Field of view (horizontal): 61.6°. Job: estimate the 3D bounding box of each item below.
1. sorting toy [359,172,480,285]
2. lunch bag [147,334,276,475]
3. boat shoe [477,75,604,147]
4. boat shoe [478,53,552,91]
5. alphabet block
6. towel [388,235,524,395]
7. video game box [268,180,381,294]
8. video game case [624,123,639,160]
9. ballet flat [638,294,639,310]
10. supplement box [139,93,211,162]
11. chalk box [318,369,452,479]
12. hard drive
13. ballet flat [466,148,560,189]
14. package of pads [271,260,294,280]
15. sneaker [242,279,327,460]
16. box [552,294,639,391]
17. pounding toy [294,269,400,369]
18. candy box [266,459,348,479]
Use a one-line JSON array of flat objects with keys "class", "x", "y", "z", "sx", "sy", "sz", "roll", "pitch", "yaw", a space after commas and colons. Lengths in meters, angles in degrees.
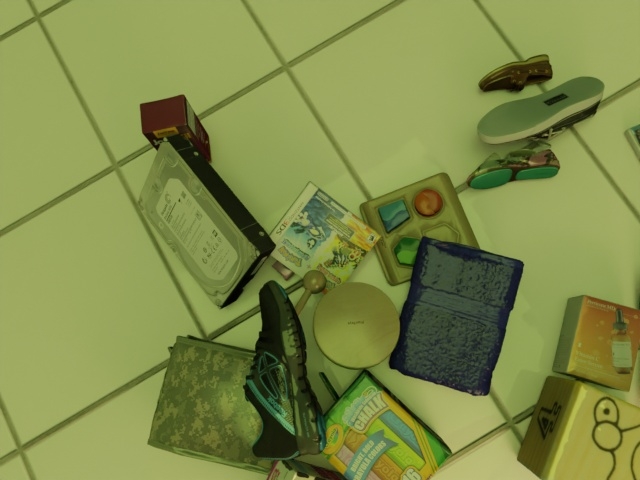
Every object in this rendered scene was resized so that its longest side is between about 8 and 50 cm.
[{"class": "sorting toy", "x": 0.245, "y": 0.014, "z": 1.233, "sx": 0.229, "sy": 0.041, "sz": 0.307, "roll": -20, "pitch": 78, "yaw": 1}, {"class": "lunch bag", "x": -0.204, "y": 0.342, "z": 1.146, "sx": 0.287, "sy": 0.169, "sz": 0.235, "roll": 12, "pitch": 78, "yaw": 3}, {"class": "boat shoe", "x": 0.501, "y": -0.274, "z": 1.234, "sx": 0.306, "sy": 0.105, "sz": 0.113, "roll": -27, "pitch": 48, "yaw": -10}, {"class": "boat shoe", "x": 0.468, "y": -0.388, "z": 1.279, "sx": 0.178, "sy": 0.064, "sz": 0.060, "roll": -17, "pitch": 76, "yaw": -1}, {"class": "alphabet block", "x": 0.530, "y": 0.400, "z": 1.059, "sx": 0.192, "sy": 0.193, "sz": 0.197, "roll": 24, "pitch": 82, "yaw": 8}, {"class": "towel", "x": 0.292, "y": 0.162, "z": 1.172, "sx": 0.227, "sy": 0.076, "sz": 0.308, "roll": 15, "pitch": 88, "yaw": 9}, {"class": "video game box", "x": 0.000, "y": 0.000, "z": 1.213, "sx": 0.205, "sy": 0.048, "sz": 0.187, "roll": 36, "pitch": 97, "yaw": -7}, {"class": "video game case", "x": 0.832, "y": -0.200, "z": 1.234, "sx": 0.183, "sy": 0.023, "sz": 0.201, "roll": -22, "pitch": 79, "yaw": 0}, {"class": "ballet flat", "x": 0.744, "y": 0.219, "z": 1.125, "sx": 0.123, "sy": 0.123, "sz": 0.348, "roll": 5, "pitch": 79, "yaw": 6}, {"class": "supplement box", "x": -0.334, "y": -0.248, "z": 1.255, "sx": 0.104, "sy": 0.188, "sz": 0.081, "roll": -11, "pitch": 71, "yaw": 3}, {"class": "chalk box", "x": 0.093, "y": 0.387, "z": 1.107, "sx": 0.289, "sy": 0.180, "sz": 0.179, "roll": 41, "pitch": 85, "yaw": 12}, {"class": "hard drive", "x": -0.268, "y": -0.039, "z": 1.204, "sx": 0.339, "sy": 0.237, "sz": 0.064, "roll": 51, "pitch": 42, "yaw": 11}, {"class": "ballet flat", "x": 0.438, "y": -0.171, "z": 1.243, "sx": 0.221, "sy": 0.077, "sz": 0.079, "roll": -10, "pitch": 60, "yaw": -2}, {"class": "package of pads", "x": -0.068, "y": 0.050, "z": 1.259, "sx": 0.083, "sy": 0.032, "sz": 0.050, "roll": -44, "pitch": 82, "yaw": -4}, {"class": "sneaker", "x": -0.090, "y": 0.241, "z": 1.025, "sx": 0.139, "sy": 0.125, "sz": 0.341, "roll": -15, "pitch": 67, "yaw": 4}, {"class": "box", "x": 0.588, "y": 0.216, "z": 1.140, "sx": 0.130, "sy": 0.091, "sz": 0.170, "roll": 15, "pitch": 81, "yaw": 8}, {"class": "pounding toy", "x": 0.050, "y": 0.182, "z": 1.168, "sx": 0.237, "sy": 0.110, "sz": 0.183, "roll": 21, "pitch": 72, "yaw": 8}, {"class": "candy box", "x": -0.019, "y": 0.540, "z": 1.072, "sx": 0.233, "sy": 0.071, "sz": 0.159, "roll": 33, "pitch": 81, "yaw": -35}]
